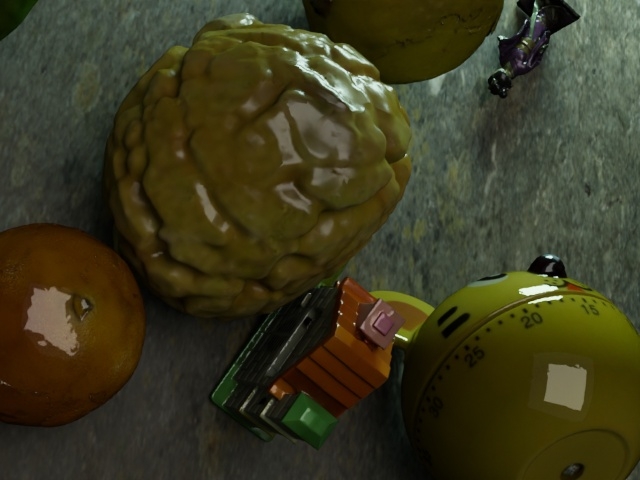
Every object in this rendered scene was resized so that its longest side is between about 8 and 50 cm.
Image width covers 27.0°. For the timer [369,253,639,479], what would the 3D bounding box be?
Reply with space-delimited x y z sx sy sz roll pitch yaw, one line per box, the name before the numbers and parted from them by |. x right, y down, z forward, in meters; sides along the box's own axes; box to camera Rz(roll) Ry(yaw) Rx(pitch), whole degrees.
timer | 0.260 0.180 1.811 0.376 0.376 0.387 8 30 -28

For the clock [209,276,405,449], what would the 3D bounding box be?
clock | 0.000 0.150 1.666 0.106 0.255 0.219 40 74 -17

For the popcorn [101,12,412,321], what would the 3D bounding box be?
popcorn | -0.084 -0.098 1.648 0.390 0.354 0.344 -42 100 -34

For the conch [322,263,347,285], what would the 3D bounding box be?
conch | 0.003 -0.002 1.842 0.095 0.079 0.200 28 73 -1

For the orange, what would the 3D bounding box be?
orange | -0.321 0.098 1.542 0.240 0.240 0.240 8 73 -28

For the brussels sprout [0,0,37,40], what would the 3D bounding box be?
brussels sprout | -0.494 -0.353 1.528 0.355 0.289 0.281 -31 53 -19

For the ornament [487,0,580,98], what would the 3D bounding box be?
ornament | 0.314 -0.310 2.090 0.081 0.088 0.203 46 61 -10

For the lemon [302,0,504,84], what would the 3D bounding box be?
lemon | 0.116 -0.358 1.877 0.297 0.297 0.297 8 73 -28
